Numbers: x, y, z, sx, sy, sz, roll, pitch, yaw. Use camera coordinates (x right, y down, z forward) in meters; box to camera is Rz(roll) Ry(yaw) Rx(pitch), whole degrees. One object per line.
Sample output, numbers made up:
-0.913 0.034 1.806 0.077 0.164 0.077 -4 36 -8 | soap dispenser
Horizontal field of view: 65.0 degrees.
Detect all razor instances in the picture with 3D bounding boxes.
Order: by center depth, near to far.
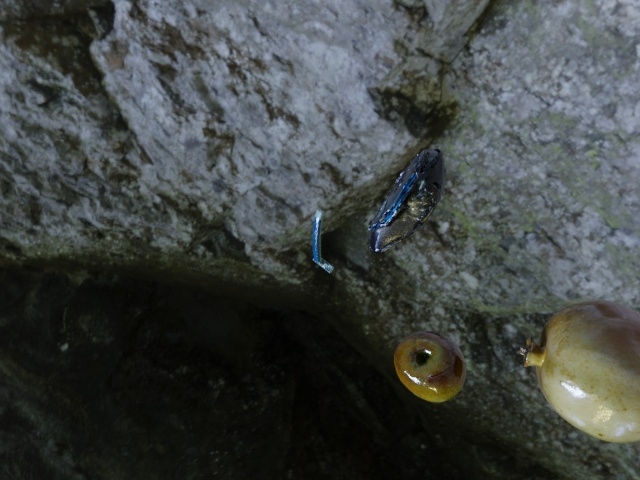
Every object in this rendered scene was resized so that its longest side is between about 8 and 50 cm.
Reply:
-0.003 0.002 1.262 0.037 0.191 0.068 -34 -128 -28 | razor

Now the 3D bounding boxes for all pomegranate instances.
0.611 0.280 1.111 0.320 0.319 0.318 15 -126 -22 | pomegranate

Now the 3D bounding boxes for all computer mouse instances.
0.161 -0.064 0.924 0.078 0.241 0.146 33 -146 -3 | computer mouse

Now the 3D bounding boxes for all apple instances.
0.259 0.301 1.180 0.147 0.163 0.146 54 -130 -50 | apple
